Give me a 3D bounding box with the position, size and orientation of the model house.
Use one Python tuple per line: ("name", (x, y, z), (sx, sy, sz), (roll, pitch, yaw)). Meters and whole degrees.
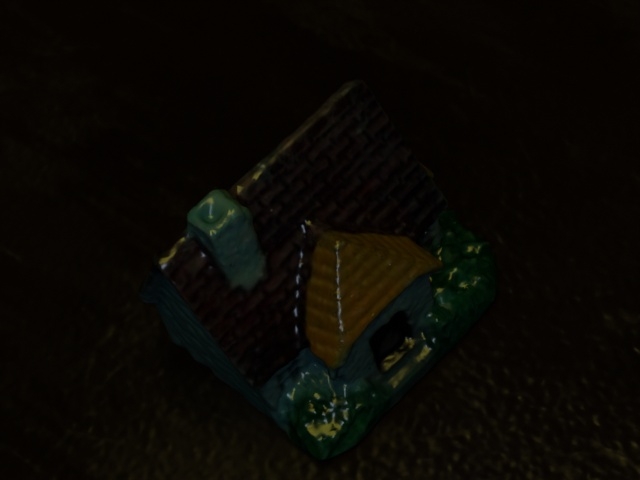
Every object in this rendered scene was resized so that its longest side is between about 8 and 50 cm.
("model house", (0.000, 0.000, 1.611), (0.230, 0.249, 0.280), (36, 69, 26))
